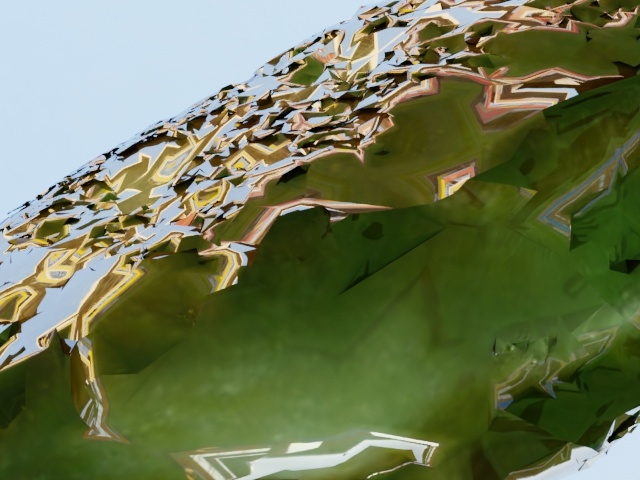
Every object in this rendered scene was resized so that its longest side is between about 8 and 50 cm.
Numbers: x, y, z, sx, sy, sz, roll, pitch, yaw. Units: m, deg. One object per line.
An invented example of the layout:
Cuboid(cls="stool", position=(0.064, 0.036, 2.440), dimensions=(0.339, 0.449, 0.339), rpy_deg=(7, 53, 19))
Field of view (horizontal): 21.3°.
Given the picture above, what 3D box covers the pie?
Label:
Cuboid(cls="pie", position=(0.000, 0.000, 0.458), dimensions=(0.354, 0.288, 0.103), rpy_deg=(-34, -78, -30))
